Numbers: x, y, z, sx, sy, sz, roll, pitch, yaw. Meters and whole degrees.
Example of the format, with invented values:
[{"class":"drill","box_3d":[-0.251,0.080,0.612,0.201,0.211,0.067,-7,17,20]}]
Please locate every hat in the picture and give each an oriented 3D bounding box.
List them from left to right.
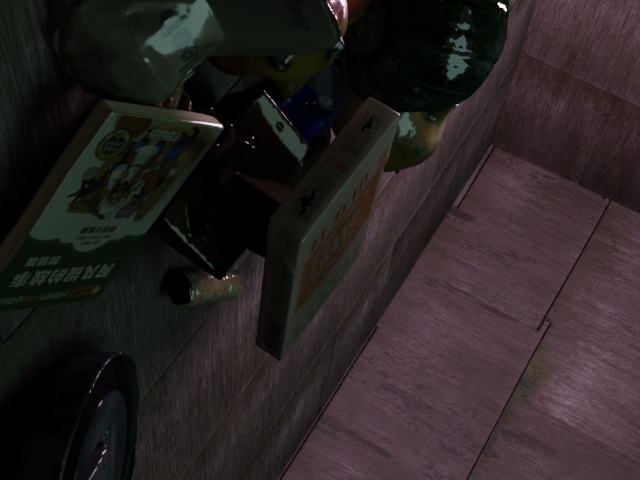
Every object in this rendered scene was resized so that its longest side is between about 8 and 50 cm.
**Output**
[{"class":"hat","box_3d":[-0.121,-0.195,0.951,0.149,0.245,0.214,-63,148,-18]}]

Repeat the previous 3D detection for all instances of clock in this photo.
[{"class":"clock","box_3d":[-0.310,0.300,1.316,0.325,0.067,0.324,8,90,-85]}]

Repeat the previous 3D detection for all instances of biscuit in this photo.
[{"class":"biscuit","box_3d":[-0.181,0.073,1.596,0.219,0.055,0.061,-7,86,-73]}]

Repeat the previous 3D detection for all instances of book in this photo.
[{"class":"book","box_3d":[-0.233,-0.032,1.069,0.264,0.027,0.202,-50,162,18]}]

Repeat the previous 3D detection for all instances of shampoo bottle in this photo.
[{"class":"shampoo bottle","box_3d":[0.000,-0.248,1.593,0.049,0.087,0.233,-58,165,-19]}]

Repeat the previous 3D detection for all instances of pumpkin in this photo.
[{"class":"pumpkin","box_3d":[0.193,-0.348,1.627,0.264,0.197,0.292,8,91,-38]}]

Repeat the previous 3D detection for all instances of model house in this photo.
[{"class":"model house","box_3d":[-0.106,-0.076,1.266,0.211,0.204,0.243,-55,169,-15]}]

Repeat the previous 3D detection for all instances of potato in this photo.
[{"class":"potato","box_3d":[0.148,-0.288,1.839,0.218,0.202,0.350,27,84,-34]}]

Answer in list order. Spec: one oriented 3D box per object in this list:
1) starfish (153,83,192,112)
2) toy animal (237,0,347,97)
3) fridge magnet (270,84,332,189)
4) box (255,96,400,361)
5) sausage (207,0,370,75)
[{"class":"starfish","box_3d":[-0.216,-0.104,1.129,0.238,0.071,0.216,-44,152,-38]},{"class":"toy animal","box_3d":[-0.047,-0.288,1.085,0.196,0.169,0.281,-16,111,-19]},{"class":"fridge magnet","box_3d":[-0.069,-0.111,1.542,0.265,0.113,0.265,-58,169,-18]},{"class":"box","box_3d":[0.001,0.000,1.261,0.204,0.051,0.365,-52,168,-25]},{"class":"sausage","box_3d":[-0.025,-0.311,1.379,0.419,0.094,0.094,-42,114,-56]}]
